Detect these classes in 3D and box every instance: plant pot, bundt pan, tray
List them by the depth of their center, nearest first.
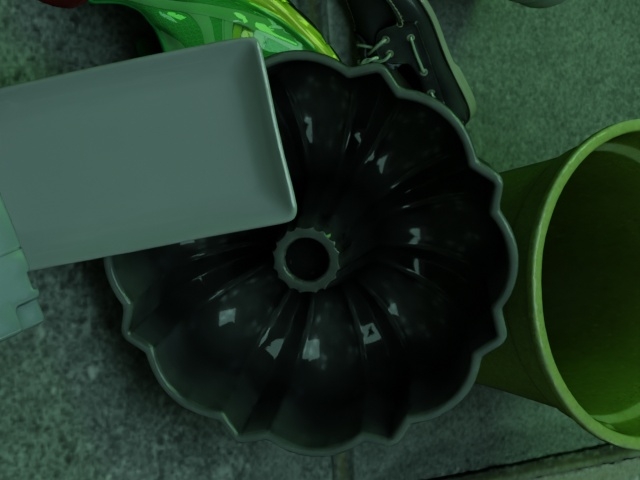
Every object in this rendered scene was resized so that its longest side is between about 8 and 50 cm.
[{"bbox_3d":[-0.157,-0.063,1.454,0.030,0.270,0.145,-42,120,-74],"label":"tray"},{"bbox_3d":[0.000,0.000,1.526,0.124,0.331,0.331,-55,130,-72],"label":"bundt pan"},{"bbox_3d":[0.201,0.037,1.672,0.276,0.254,0.276,0,90,-37],"label":"plant pot"}]

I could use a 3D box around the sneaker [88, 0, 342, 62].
[{"bbox_3d":[-0.088,-0.172,1.576,0.295,0.109,0.123,36,99,-35],"label":"sneaker"}]

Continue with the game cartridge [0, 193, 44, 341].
[{"bbox_3d":[-0.342,-0.040,1.392,0.198,0.062,0.297,-24,97,-29],"label":"game cartridge"}]

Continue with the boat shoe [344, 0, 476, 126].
[{"bbox_3d":[0.068,-0.168,1.688,0.065,0.075,0.206,-51,121,-28],"label":"boat shoe"}]

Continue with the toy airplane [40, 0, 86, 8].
[{"bbox_3d":[-0.287,-0.319,1.319,0.386,0.272,0.384,3,63,5],"label":"toy airplane"}]

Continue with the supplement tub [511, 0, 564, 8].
[{"bbox_3d":[0.118,-0.327,1.651,0.272,0.191,0.191,21,78,-33],"label":"supplement tub"}]
